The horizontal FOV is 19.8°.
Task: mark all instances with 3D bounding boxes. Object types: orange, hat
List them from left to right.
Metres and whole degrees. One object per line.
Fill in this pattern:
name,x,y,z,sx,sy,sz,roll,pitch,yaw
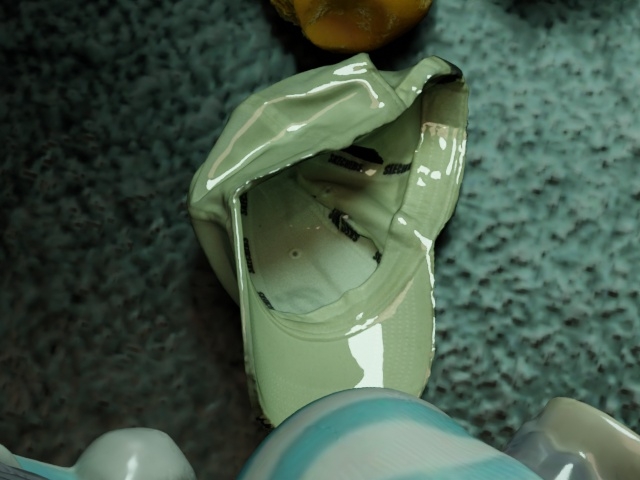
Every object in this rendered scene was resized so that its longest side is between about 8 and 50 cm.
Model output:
hat,0.003,0.003,0.739,0.122,0.081,0.166,11,67,-34
orange,0.012,-0.125,0.788,0.086,0.062,0.086,1,69,-1

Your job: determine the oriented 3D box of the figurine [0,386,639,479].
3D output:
figurine,-0.127,0.108,0.603,0.361,0.266,0.377,-41,74,-19
